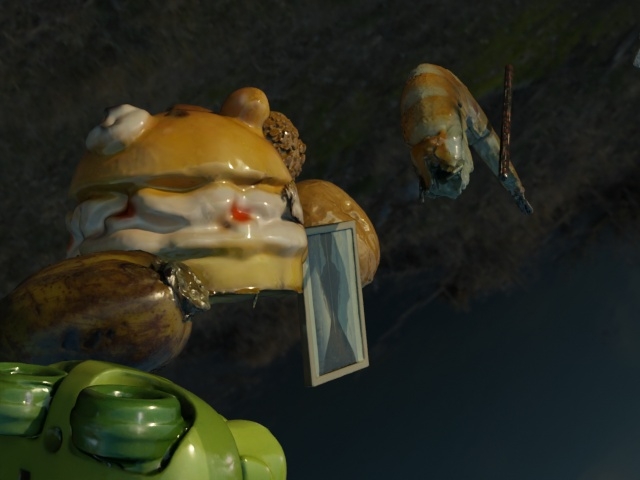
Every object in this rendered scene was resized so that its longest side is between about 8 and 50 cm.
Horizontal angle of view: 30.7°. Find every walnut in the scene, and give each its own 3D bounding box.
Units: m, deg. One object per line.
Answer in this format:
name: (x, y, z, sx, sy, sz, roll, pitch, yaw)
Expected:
walnut: (0.000, 0.000, 2.014, 0.193, 0.225, 0.193, -49, 179, -1)

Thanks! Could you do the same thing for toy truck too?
toy truck: (-0.101, 0.148, 0.696, 0.210, 0.187, 0.148, 7, 90, -35)

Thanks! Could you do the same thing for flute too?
flute: (0.227, -0.148, 1.422, 0.014, 0.270, 0.014, 6, 127, 7)

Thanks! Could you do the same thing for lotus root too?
lotus root: (-0.191, 0.071, 0.937, 0.209, 0.120, 0.120, -15, 146, 7)

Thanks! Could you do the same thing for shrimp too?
shrimp: (0.163, -0.123, 1.393, 0.068, 0.185, 0.287, -24, 164, 21)

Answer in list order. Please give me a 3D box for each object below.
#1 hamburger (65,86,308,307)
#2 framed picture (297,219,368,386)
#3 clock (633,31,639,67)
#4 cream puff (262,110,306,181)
hamburger: (-0.144, -0.039, 1.257, 0.276, 0.237, 0.276, -3, 175, 0)
framed picture: (0.014, 0.079, 1.530, 0.150, 0.015, 0.203, -9, 95, -59)
clock: (0.512, -0.342, 1.641, 0.229, 0.063, 0.155, -62, 166, -1)
cream puff: (-0.088, -0.124, 1.741, 0.126, 0.103, 0.144, 31, 85, -22)
